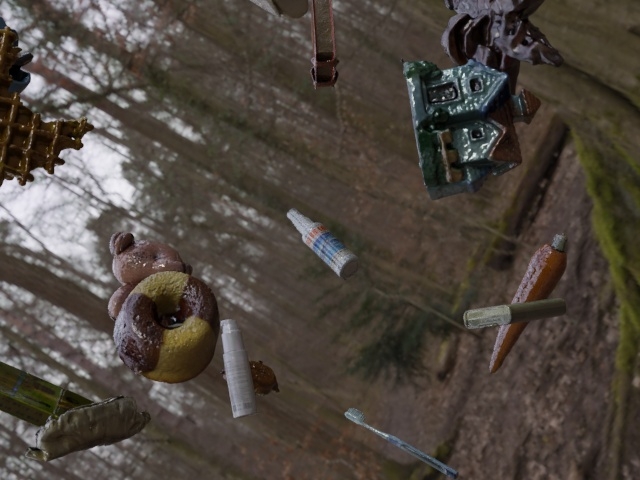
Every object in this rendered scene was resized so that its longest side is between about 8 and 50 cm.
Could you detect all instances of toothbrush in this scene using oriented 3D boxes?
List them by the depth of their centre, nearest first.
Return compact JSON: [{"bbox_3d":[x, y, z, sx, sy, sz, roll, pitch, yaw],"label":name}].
[{"bbox_3d":[0.137,0.345,1.474,0.019,0.219,0.016,-44,-29,-39],"label":"toothbrush"}]

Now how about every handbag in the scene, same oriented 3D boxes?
[{"bbox_3d":[0.005,-0.446,1.926,0.127,0.062,0.190,93,174,-63],"label":"handbag"}]

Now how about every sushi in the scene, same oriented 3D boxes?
[{"bbox_3d":[-0.131,0.264,1.648,0.061,0.118,0.060,-58,-3,-47],"label":"sushi"}]

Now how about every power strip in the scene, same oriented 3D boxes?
[{"bbox_3d":[0.358,0.128,1.538,0.268,0.092,0.034,0,-101,-50],"label":"power strip"}]

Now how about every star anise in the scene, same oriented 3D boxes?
[{"bbox_3d":[0.205,-0.286,1.107,0.102,0.272,0.272,-7,-44,-23],"label":"star anise"}]

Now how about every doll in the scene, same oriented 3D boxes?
[{"bbox_3d":[-0.326,0.126,1.757,0.156,0.303,0.201,-29,-32,26],"label":"doll"}]

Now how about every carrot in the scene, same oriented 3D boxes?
[{"bbox_3d":[0.405,0.127,1.710,0.069,0.069,0.336,-32,-31,-60],"label":"carrot"}]

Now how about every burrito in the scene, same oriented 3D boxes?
[{"bbox_3d":[-0.304,0.251,1.175,0.229,0.058,0.063,1,-107,-64],"label":"burrito"}]

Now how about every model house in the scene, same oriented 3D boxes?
[{"bbox_3d":[0.175,-0.133,0.958,0.119,0.148,0.148,54,-155,-71],"label":"model house"}]

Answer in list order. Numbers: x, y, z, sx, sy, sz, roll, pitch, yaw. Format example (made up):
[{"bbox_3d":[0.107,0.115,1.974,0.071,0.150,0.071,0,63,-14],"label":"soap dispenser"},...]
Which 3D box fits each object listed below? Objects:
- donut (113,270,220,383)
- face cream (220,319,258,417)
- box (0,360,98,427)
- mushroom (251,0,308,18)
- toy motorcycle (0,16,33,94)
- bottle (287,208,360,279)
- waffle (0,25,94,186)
[{"bbox_3d":[-0.233,0.125,1.332,0.184,0.166,0.073,-63,-5,-46],"label":"donut"},{"bbox_3d":[-0.111,0.169,1.150,0.034,0.034,0.130,48,-152,-74],"label":"face cream"},{"bbox_3d":[-0.432,0.239,1.299,0.030,0.193,0.121,-63,13,4],"label":"box"},{"bbox_3d":[-0.178,-0.535,1.504,0.137,0.407,0.154,-42,-27,-25],"label":"mushroom"},{"bbox_3d":[-0.680,-0.445,1.751,0.172,0.232,0.416,-17,-60,-68],"label":"toy motorcycle"},{"bbox_3d":[0.000,0.000,1.877,0.060,0.217,0.060,-26,-41,-25],"label":"bottle"},{"bbox_3d":[-0.590,-0.230,1.577,0.260,0.293,0.069,-42,8,-32],"label":"waffle"}]
